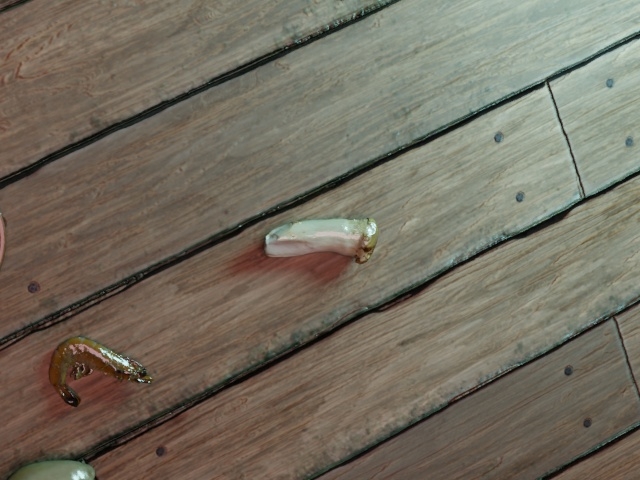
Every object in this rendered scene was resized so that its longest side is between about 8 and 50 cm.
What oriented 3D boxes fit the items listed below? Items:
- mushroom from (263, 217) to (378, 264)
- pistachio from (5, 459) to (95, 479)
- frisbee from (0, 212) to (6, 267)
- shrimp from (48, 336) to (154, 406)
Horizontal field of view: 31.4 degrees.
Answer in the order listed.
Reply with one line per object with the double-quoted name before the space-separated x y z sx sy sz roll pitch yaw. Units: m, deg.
"mushroom" 0.000 0.000 2.032 0.209 0.071 0.084 -1 133 -14
"pistachio" -0.471 0.440 1.945 0.185 0.124 0.124 -18 106 -16
"frisbee" -0.642 0.001 1.857 0.250 0.021 0.251 -4 103 -16
"shrimp" -0.387 0.243 1.978 0.178 0.034 0.124 27 95 -19
